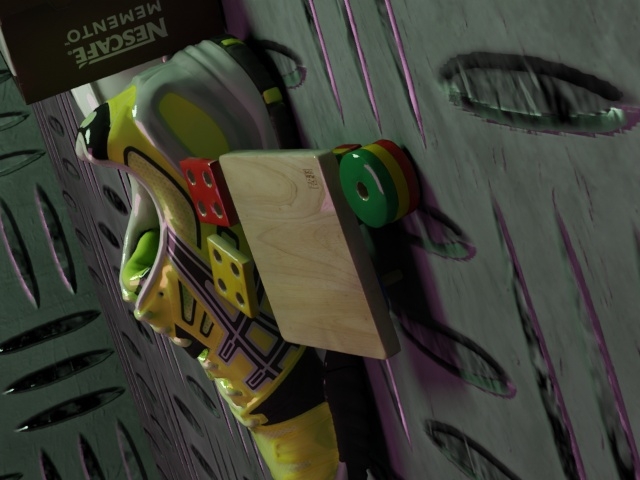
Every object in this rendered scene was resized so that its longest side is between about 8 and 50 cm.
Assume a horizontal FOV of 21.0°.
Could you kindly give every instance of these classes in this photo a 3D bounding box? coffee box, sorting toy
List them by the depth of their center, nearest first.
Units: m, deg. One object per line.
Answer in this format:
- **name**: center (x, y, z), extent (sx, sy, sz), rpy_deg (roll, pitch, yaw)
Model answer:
- **sorting toy**: center (0.000, 0.000, 1.085), extent (0.274, 0.046, 0.132), rpy_deg (4, 116, 60)
- **coffee box**: center (-0.208, -0.251, 1.370), extent (0.297, 0.168, 0.118), rpy_deg (-123, 17, -49)

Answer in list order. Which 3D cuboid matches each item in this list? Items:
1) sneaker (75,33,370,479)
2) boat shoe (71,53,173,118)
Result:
- **sneaker**: center (-0.070, 0.044, 1.286), extent (0.145, 0.147, 0.384), rpy_deg (-147, 37, -68)
- **boat shoe**: center (-0.191, -0.201, 1.542), extent (0.096, 0.098, 0.277), rpy_deg (121, 129, -76)
